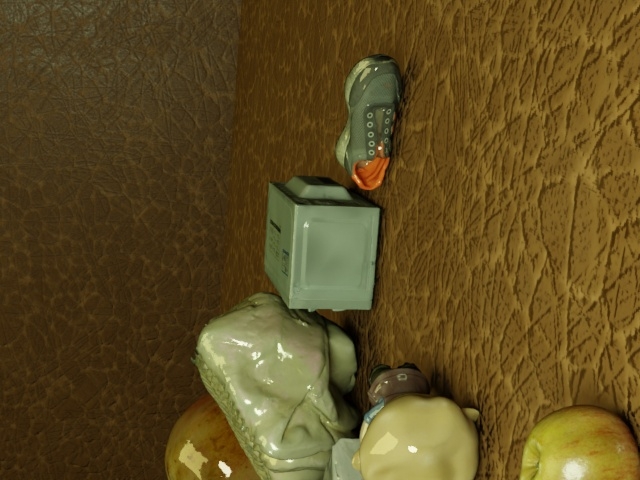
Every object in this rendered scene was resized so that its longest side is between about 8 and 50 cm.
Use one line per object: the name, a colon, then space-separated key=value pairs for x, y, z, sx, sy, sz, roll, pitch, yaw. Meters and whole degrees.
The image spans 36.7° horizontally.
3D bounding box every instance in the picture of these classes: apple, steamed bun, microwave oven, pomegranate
apple: x=0.175 y=0.154 z=0.658 sx=0.084 sy=0.071 sz=0.083 roll=-178 pitch=90 yaw=-77
steamed bun: x=-0.035 y=0.202 z=1.334 sx=0.280 sy=0.207 sz=0.268 roll=55 pitch=165 yaw=24
microwave oven: x=0.000 y=0.000 z=1.341 sx=0.208 sy=0.123 sz=0.162 roll=-136 pitch=49 yaw=-72
pomegranate: x=-0.115 y=0.352 z=1.574 sx=0.252 sy=0.270 sz=0.229 roll=54 pitch=153 yaw=8

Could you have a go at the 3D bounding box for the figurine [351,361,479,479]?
figurine: x=0.086 y=0.185 z=0.963 sx=0.196 sy=0.114 sz=0.108 roll=-120 pitch=34 yaw=-74

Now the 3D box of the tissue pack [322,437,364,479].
tissue pack: x=0.026 y=0.358 z=1.119 sx=0.159 sy=0.145 sz=0.229 roll=-102 pitch=19 yaw=-45

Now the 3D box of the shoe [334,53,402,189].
shoe: x=0.068 y=-0.143 z=1.202 sx=0.194 sy=0.074 sz=0.077 roll=104 pitch=151 yaw=-50
